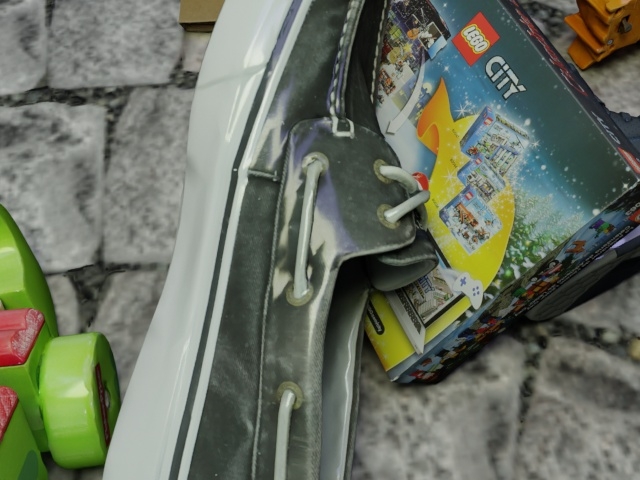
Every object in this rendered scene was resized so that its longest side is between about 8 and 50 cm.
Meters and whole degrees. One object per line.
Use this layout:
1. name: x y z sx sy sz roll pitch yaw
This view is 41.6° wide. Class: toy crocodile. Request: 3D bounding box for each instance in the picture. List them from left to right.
1. toy crocodile: -0.157 0.110 0.351 0.115 0.105 0.341 -6 37 -2

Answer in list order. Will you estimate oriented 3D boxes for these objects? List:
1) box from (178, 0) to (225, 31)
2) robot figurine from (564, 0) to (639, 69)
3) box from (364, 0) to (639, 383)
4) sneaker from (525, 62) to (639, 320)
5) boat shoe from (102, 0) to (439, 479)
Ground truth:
1. box: -0.014 -0.247 0.592 0.164 0.021 0.201 2 83 16
2. robot figurine: 0.275 -0.239 0.607 0.290 0.085 0.211 -24 60 -13
3. box: 0.054 -0.062 0.464 0.159 0.044 0.233 -44 56 27
4. sneaker: 0.180 -0.070 0.499 0.226 0.086 0.163 -22 62 -11
5. boat shoe: 0.000 0.000 0.406 0.119 0.121 0.336 10 83 17
